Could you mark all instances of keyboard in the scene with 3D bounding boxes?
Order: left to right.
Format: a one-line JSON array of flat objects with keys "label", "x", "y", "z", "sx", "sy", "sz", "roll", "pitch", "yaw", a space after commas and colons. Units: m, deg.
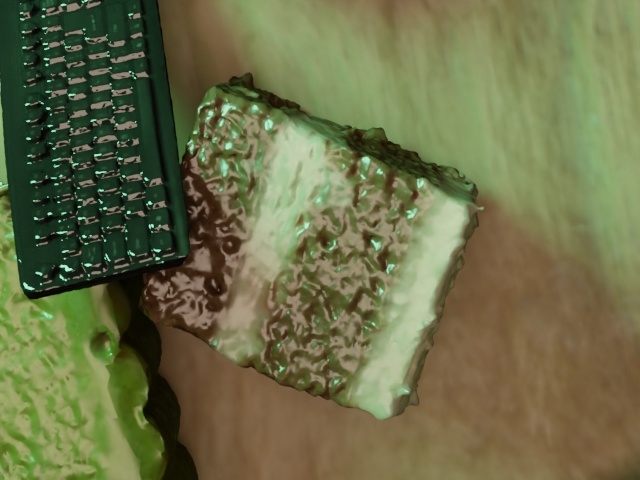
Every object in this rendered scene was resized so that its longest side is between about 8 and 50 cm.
[{"label": "keyboard", "x": -0.116, "y": -0.080, "z": 0.853, "sx": 0.087, "sy": 0.017, "sz": 0.250, "roll": -12, "pitch": 53, "yaw": 2}]

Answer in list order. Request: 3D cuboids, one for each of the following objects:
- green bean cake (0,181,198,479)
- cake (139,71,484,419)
[{"label": "green bean cake", "x": -0.193, "y": 0.090, "z": 0.909, "sx": 0.236, "sy": 0.124, "sz": 0.233, "roll": -13, "pitch": 96, "yaw": 4}, {"label": "cake", "x": 0.000, "y": 0.000, "z": 0.882, "sx": 0.147, "sy": 0.135, "sz": 0.134, "roll": 17, "pitch": 99, "yaw": 5}]
